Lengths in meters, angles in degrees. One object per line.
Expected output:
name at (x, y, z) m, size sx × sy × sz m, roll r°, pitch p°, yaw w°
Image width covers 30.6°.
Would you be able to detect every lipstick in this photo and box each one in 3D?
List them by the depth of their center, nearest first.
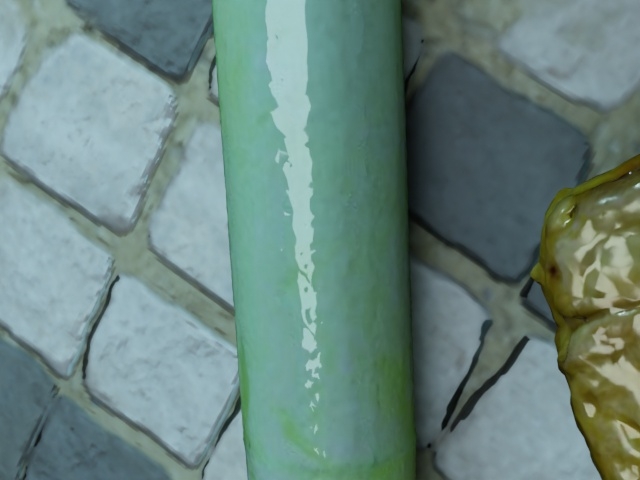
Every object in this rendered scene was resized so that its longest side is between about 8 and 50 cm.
lipstick at (0.000, 0.000, 0.461) m, size 0.076 × 0.076 × 0.304 m, roll 2°, pitch 103°, yaw 24°

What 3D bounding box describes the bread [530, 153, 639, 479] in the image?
bread at (0.217, 0.013, 0.331) m, size 0.294 × 0.132 × 0.167 m, roll -21°, pitch 92°, yaw 29°
